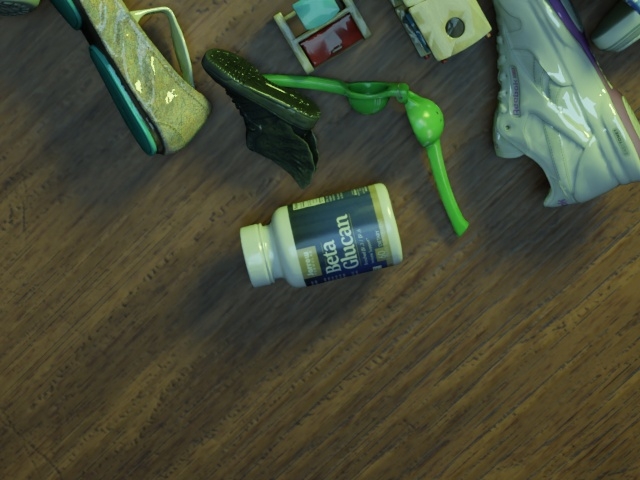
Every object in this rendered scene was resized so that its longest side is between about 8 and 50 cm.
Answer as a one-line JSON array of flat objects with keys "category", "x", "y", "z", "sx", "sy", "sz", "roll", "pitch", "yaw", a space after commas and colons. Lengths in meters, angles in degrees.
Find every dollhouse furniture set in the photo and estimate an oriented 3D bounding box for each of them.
[{"category": "dollhouse furniture set", "x": 0.061, "y": -0.228, "z": 1.199, "sx": 0.184, "sy": 0.129, "sz": 0.129, "roll": -31, "pitch": 101, "yaw": 4}]

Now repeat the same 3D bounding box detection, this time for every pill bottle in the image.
[{"category": "pill bottle", "x": 0.000, "y": 0.000, "z": 1.264, "sx": 0.169, "sy": 0.094, "sz": 0.094, "roll": -14, "pitch": 102, "yaw": 1}]

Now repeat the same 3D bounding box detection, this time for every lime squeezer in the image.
[{"category": "lime squeezer", "x": 0.065, "y": -0.134, "z": 1.269, "sx": 0.310, "sy": 0.059, "sz": 0.110, "roll": 33, "pitch": 131, "yaw": -9}]

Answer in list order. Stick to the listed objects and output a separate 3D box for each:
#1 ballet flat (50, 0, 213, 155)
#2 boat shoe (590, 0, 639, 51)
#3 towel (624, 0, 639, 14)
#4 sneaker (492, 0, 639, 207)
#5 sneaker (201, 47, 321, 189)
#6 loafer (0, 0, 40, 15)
[{"category": "ballet flat", "x": -0.220, "y": -0.242, "z": 1.215, "sx": 0.106, "sy": 0.107, "sz": 0.316, "roll": -35, "pitch": 107, "yaw": -15}, {"category": "boat shoe", "x": 0.403, "y": -0.264, "z": 1.228, "sx": 0.227, "sy": 0.079, "sz": 0.081, "roll": -37, "pitch": 102, "yaw": 7}, {"category": "towel", "x": 0.270, "y": -0.407, "z": 1.140, "sx": 0.336, "sy": 0.040, "sz": 0.243, "roll": 46, "pitch": 54, "yaw": -11}, {"category": "sneaker", "x": 0.228, "y": -0.173, "z": 1.225, "sx": 0.152, "sy": 0.114, "sz": 0.305, "roll": -28, "pitch": 93, "yaw": 23}, {"category": "sneaker", "x": -0.067, "y": -0.133, "z": 1.245, "sx": 0.170, "sy": 0.051, "sz": 0.089, "roll": 29, "pitch": 126, "yaw": -8}, {"category": "loafer", "x": -0.401, "y": -0.302, "z": 1.171, "sx": 0.251, "sy": 0.094, "sz": 0.087, "roll": 21, "pitch": 93, "yaw": 9}]
